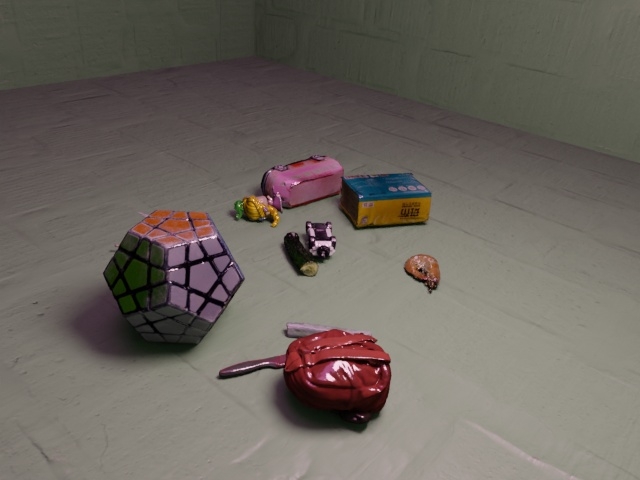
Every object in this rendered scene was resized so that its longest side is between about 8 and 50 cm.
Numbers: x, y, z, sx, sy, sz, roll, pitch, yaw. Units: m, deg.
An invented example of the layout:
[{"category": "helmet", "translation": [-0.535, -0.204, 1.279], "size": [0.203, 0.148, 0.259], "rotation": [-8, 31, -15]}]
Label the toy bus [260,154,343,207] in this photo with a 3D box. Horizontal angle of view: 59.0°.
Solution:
[{"category": "toy bus", "translation": [-0.057, -0.211, 2.021], "size": [0.303, 0.127, 0.147], "rotation": [-22, 42, -39]}]

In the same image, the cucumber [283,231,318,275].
[{"category": "cucumber", "translation": [-0.063, 0.037, 1.649], "size": [0.058, 0.058, 0.187], "rotation": [-7, 30, -20]}]

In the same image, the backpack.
[{"category": "backpack", "translation": [0.030, 0.264, 1.164], "size": [0.229, 0.138, 0.229], "rotation": [8, 28, -4]}]

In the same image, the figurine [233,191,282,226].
[{"category": "figurine", "translation": [-0.202, -0.094, 1.846], "size": [0.156, 0.094, 0.114], "rotation": [-4, 69, -8]}]

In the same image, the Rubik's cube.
[{"category": "Rubik's cube", "translation": [-0.329, 0.083, 1.304], "size": [0.264, 0.319, 0.319], "rotation": [-29, 36, -7]}]

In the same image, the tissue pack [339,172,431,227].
[{"category": "tissue pack", "translation": [0.217, -0.137, 1.923], "size": [0.271, 0.133, 0.192], "rotation": [-5, 31, -16]}]

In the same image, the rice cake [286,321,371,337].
[{"category": "rice cake", "translation": [0.019, 0.223, 1.349], "size": [0.208, 0.033, 0.033], "rotation": [7, 19, 6]}]

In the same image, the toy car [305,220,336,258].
[{"category": "toy car", "translation": [0.000, 0.000, 1.707], "size": [0.080, 0.070, 0.170], "rotation": [1, 27, -8]}]

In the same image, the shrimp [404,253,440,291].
[{"category": "shrimp", "translation": [0.298, 0.088, 1.627], "size": [0.099, 0.041, 0.180], "rotation": [2, 30, -3]}]

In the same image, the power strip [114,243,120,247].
[{"category": "power strip", "translation": [-0.501, 0.015, 1.632], "size": [0.175, 0.042, 0.075], "rotation": [-1, 31, -11]}]

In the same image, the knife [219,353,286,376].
[{"category": "knife", "translation": [-0.105, 0.270, 1.259], "size": [0.248, 0.018, 0.035], "rotation": [-8, 29, -24]}]
